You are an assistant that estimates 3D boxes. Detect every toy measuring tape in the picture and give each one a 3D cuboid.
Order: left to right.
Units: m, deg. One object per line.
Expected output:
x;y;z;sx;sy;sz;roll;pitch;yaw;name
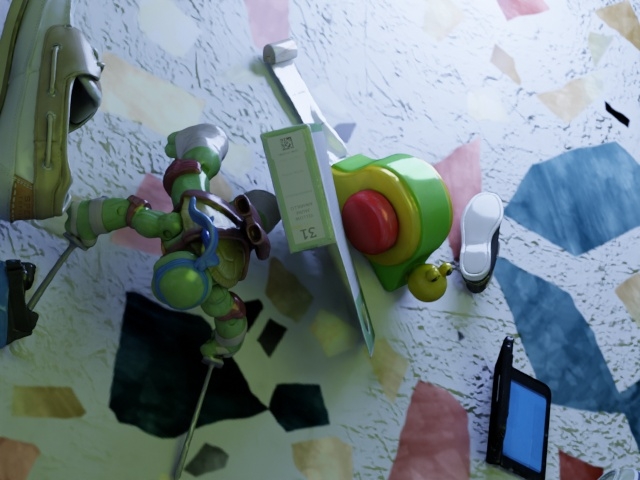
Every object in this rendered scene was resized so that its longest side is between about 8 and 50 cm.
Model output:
0.052;-0.087;1.923;0.121;0.121;0.330;-22;81;-41;toy measuring tape

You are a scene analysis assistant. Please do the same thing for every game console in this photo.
0.217;0.179;1.933;0.071;0.107;0.122;8;57;0;game console

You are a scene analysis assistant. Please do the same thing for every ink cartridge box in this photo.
0.000;0.000;1.815;0.056;0.171;0.235;-13;93;4;ink cartridge box

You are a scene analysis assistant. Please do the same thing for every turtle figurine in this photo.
-0.150;0.022;1.728;0.197;0.275;0.266;22;31;2;turtle figurine

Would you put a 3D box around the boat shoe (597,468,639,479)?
0.240;0.316;1.854;0.094;0.109;0.302;50;51;-1;boat shoe

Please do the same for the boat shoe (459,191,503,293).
0.178;0.002;2.018;0.046;0.038;0.125;0;51;10;boat shoe

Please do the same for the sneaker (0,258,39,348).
-0.300;0.022;1.629;0.084;0.058;0.152;-18;81;-13;sneaker

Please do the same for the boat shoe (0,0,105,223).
-0.255;-0.145;1.713;0.103;0.113;0.302;12;62;0;boat shoe
